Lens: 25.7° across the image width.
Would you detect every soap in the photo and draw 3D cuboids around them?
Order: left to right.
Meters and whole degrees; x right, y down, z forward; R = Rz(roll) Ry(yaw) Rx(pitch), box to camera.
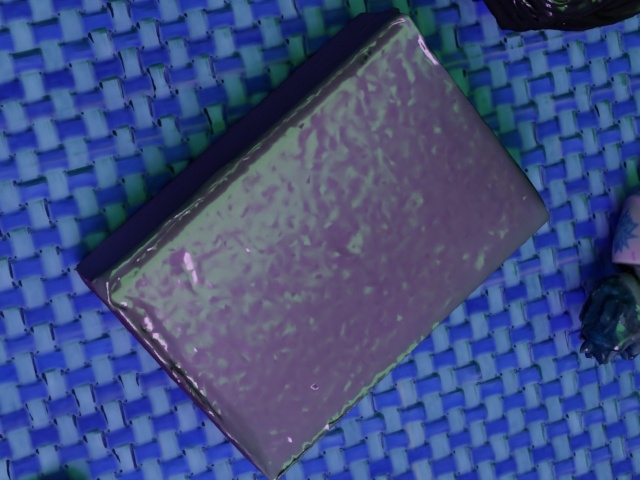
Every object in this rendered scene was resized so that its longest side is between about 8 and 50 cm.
[{"bbox_3d":[-0.001,0.000,0.898,0.259,0.081,0.181,-44,111,-9],"label":"soap"}]

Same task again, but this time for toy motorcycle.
[{"bbox_3d":[0.270,0.050,0.997,0.204,0.108,0.239,-31,83,-18],"label":"toy motorcycle"}]

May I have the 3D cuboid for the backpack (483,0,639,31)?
[{"bbox_3d":[0.179,-0.251,0.905,0.258,0.133,0.206,-35,100,-18],"label":"backpack"}]
